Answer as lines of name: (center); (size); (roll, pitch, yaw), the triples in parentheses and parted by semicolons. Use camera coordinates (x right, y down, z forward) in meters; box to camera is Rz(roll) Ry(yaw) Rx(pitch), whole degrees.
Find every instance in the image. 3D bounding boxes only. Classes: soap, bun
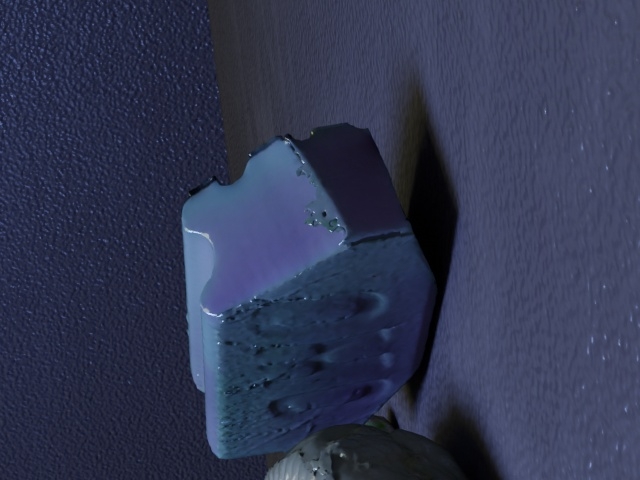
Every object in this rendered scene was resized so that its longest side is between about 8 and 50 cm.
soap: (-0.014, 0.068, 1.495); (0.446, 0.261, 0.156); (96, 163, -55)
bun: (0.077, 0.352, 1.423); (0.359, 0.210, 0.360); (170, 90, -70)

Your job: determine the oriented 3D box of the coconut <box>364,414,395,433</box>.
coconut: (0.066, 0.270, 1.793); (0.083, 0.081, 0.082); (62, 149, 1)
